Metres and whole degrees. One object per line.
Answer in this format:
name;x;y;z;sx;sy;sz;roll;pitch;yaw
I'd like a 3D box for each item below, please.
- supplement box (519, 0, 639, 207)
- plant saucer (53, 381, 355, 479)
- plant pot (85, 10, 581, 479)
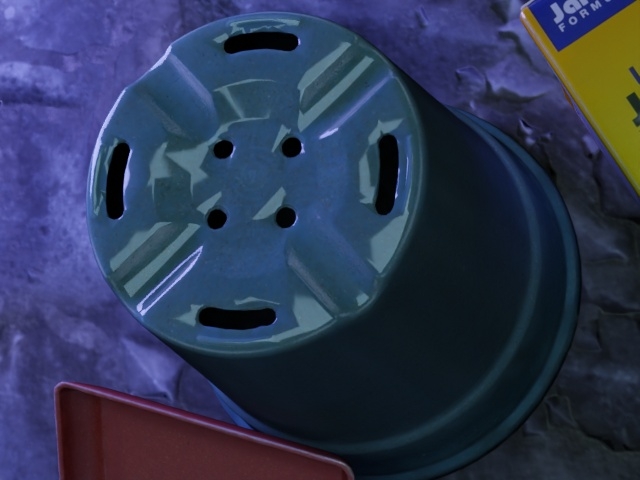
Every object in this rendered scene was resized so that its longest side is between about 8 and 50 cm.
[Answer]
supplement box;0.336;-0.060;1.392;0.195;0.194;0.356;-33;68;7
plant saucer;-0.085;0.239;1.462;0.258;0.048;0.259;13;122;21
plant pot;0.000;0.000;1.413;0.341;0.334;0.341;-5;74;18
